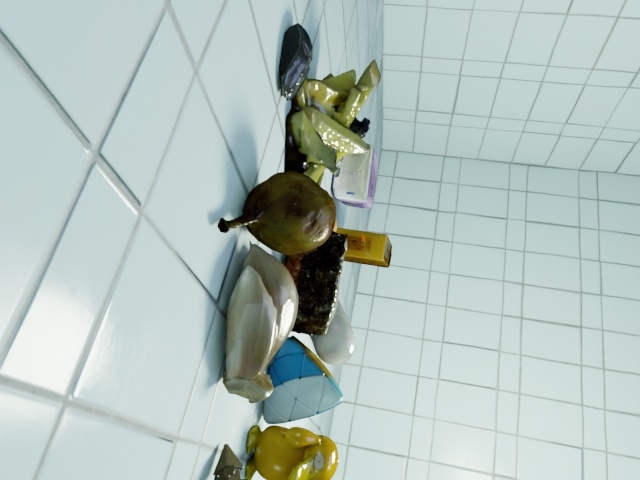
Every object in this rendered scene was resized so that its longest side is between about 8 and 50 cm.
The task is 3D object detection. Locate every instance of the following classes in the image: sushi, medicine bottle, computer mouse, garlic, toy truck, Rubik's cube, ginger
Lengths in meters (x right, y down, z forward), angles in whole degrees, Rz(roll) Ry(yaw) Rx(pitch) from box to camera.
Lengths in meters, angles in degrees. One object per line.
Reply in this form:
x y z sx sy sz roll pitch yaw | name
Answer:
-0.030 0.126 1.492 0.196 0.182 0.343 90 12 -58 | sushi
0.020 0.256 1.629 0.341 0.130 0.130 -118 -151 -64 | medicine bottle
-0.054 -0.427 1.242 0.106 0.062 0.192 55 42 -75 | computer mouse
-0.125 0.170 1.139 0.279 0.132 0.325 -21 123 -88 | garlic
0.078 -0.377 1.852 0.165 0.147 0.224 -60 -178 24 | toy truck
-0.073 0.441 1.530 0.254 0.254 0.254 8 90 -80 | Rubik's cube
0.039 -0.307 1.454 0.358 0.211 0.413 8 90 -78 | ginger

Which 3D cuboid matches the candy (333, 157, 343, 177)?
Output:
0.072 -0.359 2.019 0.094 0.051 0.226 -73 170 -70 | candy

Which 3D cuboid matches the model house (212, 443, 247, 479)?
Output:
-0.194 0.550 1.078 0.176 0.181 0.248 -45 -141 25 | model house

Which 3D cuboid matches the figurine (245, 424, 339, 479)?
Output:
-0.078 0.584 1.406 0.215 0.228 0.215 -31 130 -46 | figurine

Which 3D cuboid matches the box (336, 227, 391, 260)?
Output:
0.169 0.035 2.265 0.415 0.264 0.115 31 67 -77 | box

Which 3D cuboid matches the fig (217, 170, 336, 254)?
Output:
-0.089 -0.069 1.068 0.290 0.191 0.190 28 70 -62 | fig

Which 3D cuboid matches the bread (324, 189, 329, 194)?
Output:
0.003 -0.127 1.804 0.136 0.054 0.154 85 11 -56 | bread

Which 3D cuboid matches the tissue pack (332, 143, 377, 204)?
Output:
0.156 -0.271 2.239 0.338 0.160 0.242 11 88 -81 | tissue pack

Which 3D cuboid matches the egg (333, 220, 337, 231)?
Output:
0.019 -0.044 1.889 0.080 0.080 0.096 71 38 -68 | egg
